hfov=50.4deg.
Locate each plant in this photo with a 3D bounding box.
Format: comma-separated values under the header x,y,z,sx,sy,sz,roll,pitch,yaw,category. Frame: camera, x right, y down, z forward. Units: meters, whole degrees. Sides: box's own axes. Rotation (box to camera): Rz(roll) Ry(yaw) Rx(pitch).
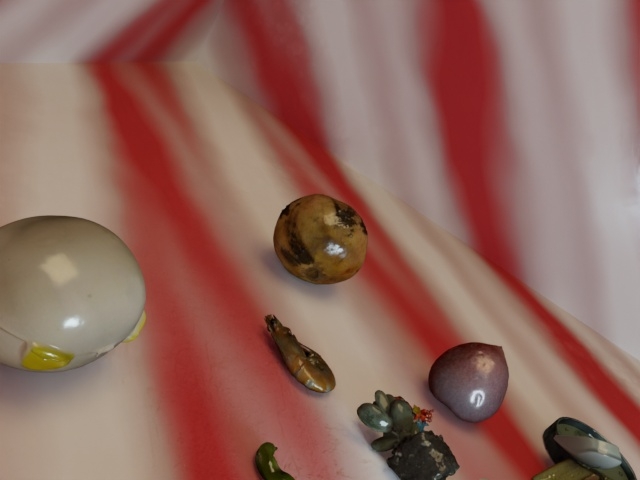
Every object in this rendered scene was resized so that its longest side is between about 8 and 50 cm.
x,y,z,sx,sy,sz,roll,pitch,yaw,category
0.212,0.502,1.709,0.274,0.149,0.146,46,11,25,plant

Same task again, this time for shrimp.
x,y,z,sx,sy,sz,roll,pitch,yaw,category
-0.054,0.307,1.872,0.152,0.063,0.287,7,36,-48,shrimp

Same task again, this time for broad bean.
x,y,z,sx,sy,sz,roll,pitch,yaw,category
-0.086,0.510,1.441,0.070,0.048,0.213,13,26,-34,broad bean

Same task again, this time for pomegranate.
x,y,z,sx,sy,sz,roll,pitch,yaw,category
0.000,0.000,2.260,0.322,0.322,0.322,26,24,-12,pomegranate

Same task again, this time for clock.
x,y,z,sx,sy,sz,roll,pitch,yaw,category
0.873,0.708,2.198,0.319,0.066,0.319,26,25,-13,clock

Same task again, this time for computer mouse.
x,y,z,sx,sy,sz,roll,pitch,yaw,category
0.787,0.625,2.008,0.128,0.079,0.231,23,-15,-5,computer mouse

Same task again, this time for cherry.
x,y,z,sx,sy,sz,roll,pitch,yaw,category
0.455,0.418,2.058,0.206,0.239,0.239,5,34,-51,cherry

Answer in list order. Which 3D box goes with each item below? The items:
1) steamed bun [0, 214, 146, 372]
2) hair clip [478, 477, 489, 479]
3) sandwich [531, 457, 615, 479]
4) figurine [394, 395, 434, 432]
x,y,z,sx,sy,sz,roll,pitch,yaw,category
-0.535,0.106,1.375,0.334,0.334,0.374,39,23,18,steamed bun
0.406,0.702,1.577,0.172,0.113,0.282,21,26,-22,hair clip
0.741,0.708,1.957,0.235,0.128,0.122,23,3,-14,sandwich
0.237,0.477,1.876,0.140,0.075,0.068,21,24,3,figurine
